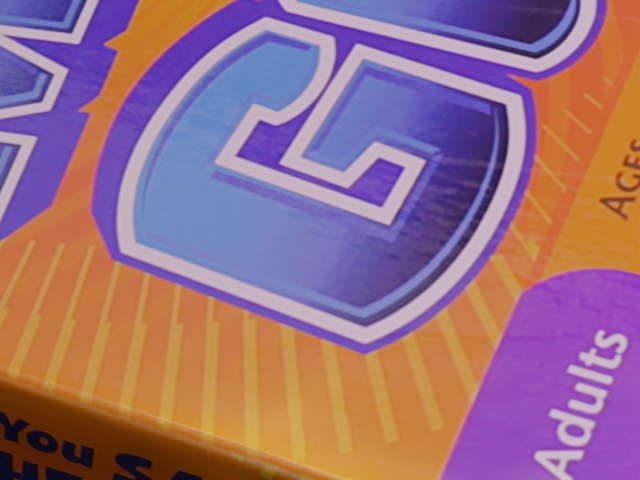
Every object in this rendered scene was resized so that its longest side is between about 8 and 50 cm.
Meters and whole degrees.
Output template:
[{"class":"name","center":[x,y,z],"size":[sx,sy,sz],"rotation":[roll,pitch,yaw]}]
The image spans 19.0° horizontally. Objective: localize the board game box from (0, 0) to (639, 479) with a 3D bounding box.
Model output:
[{"class":"board game box","center":[0.000,0.000,0.701],"size":[0.356,0.356,0.356],"rotation":[16,58,19]}]
